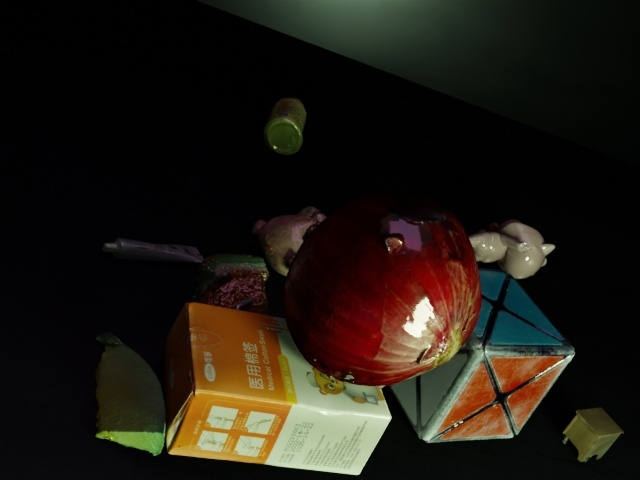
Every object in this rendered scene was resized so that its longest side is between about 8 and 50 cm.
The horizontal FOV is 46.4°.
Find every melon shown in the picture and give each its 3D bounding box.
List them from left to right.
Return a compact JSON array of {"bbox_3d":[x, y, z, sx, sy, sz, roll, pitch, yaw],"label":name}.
[{"bbox_3d":[-0.315,0.240,1.186,0.114,0.053,0.262,-13,38,-21],"label":"melon"}]

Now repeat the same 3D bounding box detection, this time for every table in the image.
[{"bbox_3d":[0.558,0.403,1.546,0.083,0.082,0.070,3,34,-35],"label":"table"}]

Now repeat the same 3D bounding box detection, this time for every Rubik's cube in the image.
[{"bbox_3d":[0.288,0.216,1.466,0.259,0.255,0.260,5,33,-34],"label":"Rubik's cube"}]

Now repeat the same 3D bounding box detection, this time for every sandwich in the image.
[{"bbox_3d":[-0.152,0.105,1.466,0.160,0.109,0.184,39,30,29],"label":"sandwich"}]

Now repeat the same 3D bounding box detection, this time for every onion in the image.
[{"bbox_3d":[0.107,0.074,1.219,0.341,0.341,0.341,19,28,-11],"label":"onion"}]

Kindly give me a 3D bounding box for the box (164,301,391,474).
[{"bbox_3d":[-0.084,0.245,1.242,0.341,0.143,0.225,12,30,-20],"label":"box"}]

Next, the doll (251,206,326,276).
[{"bbox_3d":[0.000,0.000,1.733,0.303,0.156,0.201,0,35,-46],"label":"doll"}]

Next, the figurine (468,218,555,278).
[{"bbox_3d":[0.511,0.005,2.127,0.287,0.176,0.186,8,54,-3],"label":"figurine"}]

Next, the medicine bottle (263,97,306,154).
[{"bbox_3d":[-0.107,-0.361,2.314,0.124,0.124,0.239,21,27,-8],"label":"medicine bottle"}]

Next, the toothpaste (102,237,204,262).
[{"bbox_3d":[-0.342,0.023,1.536,0.218,0.041,0.064,7,26,-38],"label":"toothpaste"}]
